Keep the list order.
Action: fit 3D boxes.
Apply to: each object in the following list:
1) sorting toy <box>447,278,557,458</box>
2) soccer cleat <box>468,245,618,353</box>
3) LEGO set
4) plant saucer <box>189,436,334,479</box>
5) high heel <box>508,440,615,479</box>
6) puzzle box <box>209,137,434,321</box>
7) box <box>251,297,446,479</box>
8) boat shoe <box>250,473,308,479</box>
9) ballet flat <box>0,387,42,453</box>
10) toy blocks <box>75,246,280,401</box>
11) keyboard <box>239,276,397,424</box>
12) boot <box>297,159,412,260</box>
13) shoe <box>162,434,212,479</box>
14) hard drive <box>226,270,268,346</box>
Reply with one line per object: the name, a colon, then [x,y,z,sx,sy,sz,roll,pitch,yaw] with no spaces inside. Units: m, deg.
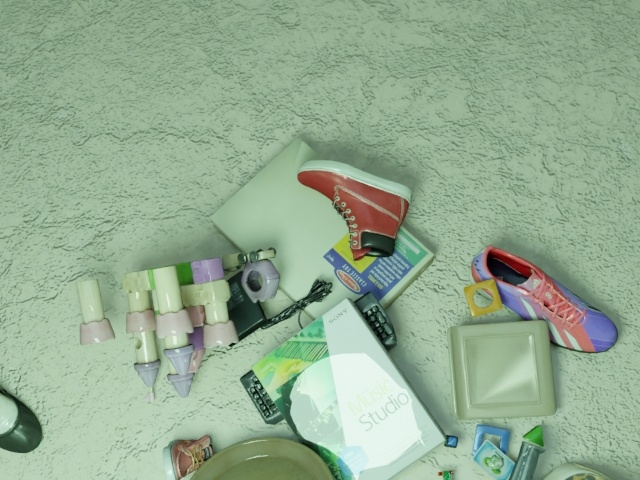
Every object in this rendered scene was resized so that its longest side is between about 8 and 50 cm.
sorting toy: [0.349,0.249,1.568,0.195,0.047,0.348,-4,81,6]
soccer cleat: [0.440,0.116,1.596,0.318,0.116,0.109,32,72,15]
LEGO set: [0.298,0.479,1.503,0.244,0.060,0.182,41,75,6]
plant saucer: [-0.108,0.462,1.405,0.277,0.041,0.278,-7,36,5]
high heel: [0.439,0.492,1.457,0.261,0.093,0.186,24,82,-10]
puzzle box: [0.000,0.000,1.708,0.272,0.052,0.409,-43,71,-14]
box: [0.051,0.302,1.525,0.232,0.058,0.322,-36,77,4]
boat shoe: [-0.072,0.553,1.445,0.135,0.157,0.367,-3,38,7]
ballet flat: [-0.669,0.318,1.595,0.280,0.096,0.095,35,73,16]
toy blocks: [-0.257,0.173,1.553,0.288,0.309,0.260,-10,90,37]
keyboard: [-0.022,0.200,1.595,0.317,0.033,0.202,-34,72,4]
boot: [0.048,-0.057,1.656,0.244,0.088,0.176,18,71,7]
shoe: [-0.241,0.399,1.496,0.081,0.178,0.064,-11,90,-4]
hard drive: [-0.171,0.138,1.645,0.094,0.022,0.135,-34,51,7]
